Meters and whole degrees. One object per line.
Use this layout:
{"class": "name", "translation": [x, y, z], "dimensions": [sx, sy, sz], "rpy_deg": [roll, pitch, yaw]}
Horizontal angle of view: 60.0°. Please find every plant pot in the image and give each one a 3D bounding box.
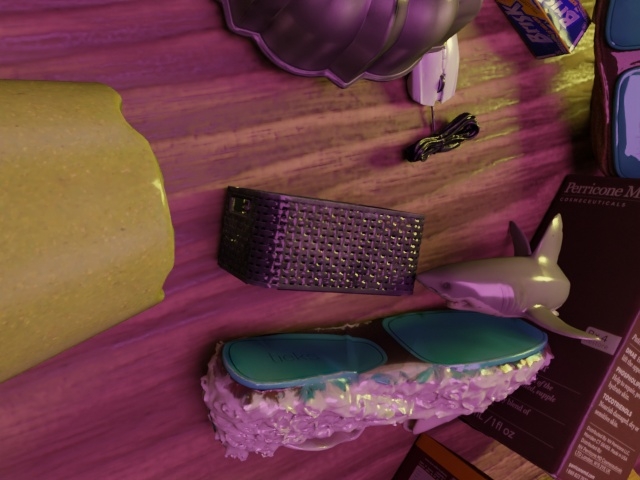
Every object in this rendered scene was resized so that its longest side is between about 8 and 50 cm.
{"class": "plant pot", "translation": [-0.250, -0.002, 0.369], "dimensions": [0.254, 0.276, 0.276], "rpy_deg": [-18, 107, -35]}

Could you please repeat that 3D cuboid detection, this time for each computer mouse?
{"class": "computer mouse", "translation": [0.131, -0.193, 0.637], "dimensions": [0.106, 0.042, 0.193], "rpy_deg": [-20, 107, -22]}

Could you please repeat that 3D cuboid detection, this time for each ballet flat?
{"class": "ballet flat", "translation": [0.402, -0.246, 0.721], "dimensions": [0.116, 0.124, 0.342], "rpy_deg": [-8, 113, 5]}
{"class": "ballet flat", "translation": [0.067, 0.160, 0.625], "dimensions": [0.409, 0.147, 0.147], "rpy_deg": [-1, 99, -21]}

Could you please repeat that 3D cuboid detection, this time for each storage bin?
{"class": "storage bin", "translation": [0.000, 0.000, 0.557], "dimensions": [0.180, 0.122, 0.084], "rpy_deg": [7, 95, -28]}

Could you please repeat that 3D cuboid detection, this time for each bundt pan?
{"class": "bundt pan", "translation": [0.041, -0.316, 0.501], "dimensions": [0.331, 0.124, 0.330], "rpy_deg": [-1, 94, -19]}

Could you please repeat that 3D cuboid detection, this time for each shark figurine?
{"class": "shark figurine", "translation": [0.236, 0.024, 0.607], "dimensions": [0.278, 0.166, 0.116], "rpy_deg": [-4, 107, -58]}

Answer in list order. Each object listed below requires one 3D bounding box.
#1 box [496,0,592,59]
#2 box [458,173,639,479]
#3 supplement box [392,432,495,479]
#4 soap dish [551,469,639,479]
{"class": "box", "translation": [0.258, -0.304, 0.677], "dimensions": [0.169, 0.054, 0.059], "rpy_deg": [40, 79, -26]}
{"class": "box", "translation": [0.347, 0.110, 0.716], "dimensions": [0.143, 0.191, 0.381], "rpy_deg": [35, 82, -27]}
{"class": "supplement box", "translation": [0.167, 0.381, 0.668], "dimensions": [0.129, 0.191, 0.194], "rpy_deg": [38, 81, -27]}
{"class": "soap dish", "translation": [0.384, 0.487, 0.840], "dimensions": [0.291, 0.118, 0.229], "rpy_deg": [-10, 103, -27]}
